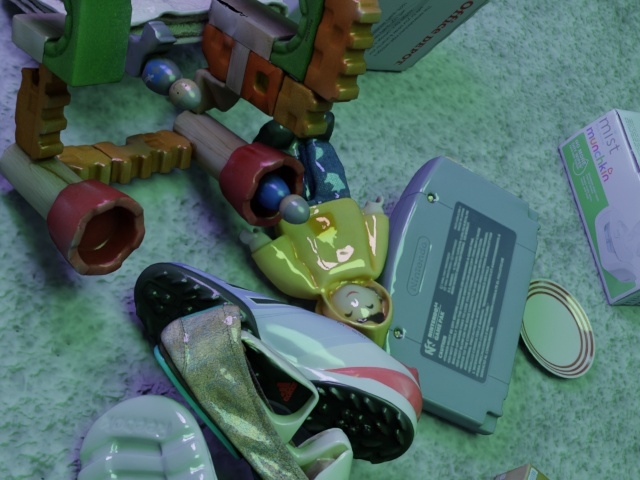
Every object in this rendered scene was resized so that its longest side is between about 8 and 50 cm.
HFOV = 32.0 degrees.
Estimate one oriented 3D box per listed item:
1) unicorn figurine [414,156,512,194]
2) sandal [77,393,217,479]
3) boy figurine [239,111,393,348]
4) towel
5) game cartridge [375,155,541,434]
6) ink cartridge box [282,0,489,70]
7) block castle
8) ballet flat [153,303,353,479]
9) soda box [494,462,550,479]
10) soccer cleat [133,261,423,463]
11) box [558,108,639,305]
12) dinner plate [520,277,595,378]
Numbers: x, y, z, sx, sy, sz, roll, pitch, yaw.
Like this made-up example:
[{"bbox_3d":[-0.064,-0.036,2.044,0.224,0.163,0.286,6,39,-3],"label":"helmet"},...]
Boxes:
[{"bbox_3d":[0.206,-0.050,1.459,0.162,0.060,0.111,52,51,-5],"label":"unicorn figurine"},{"bbox_3d":[-0.119,0.337,0.962,0.102,0.169,0.416,55,26,-61],"label":"sandal"},{"bbox_3d":[0.000,0.000,1.247,0.177,0.092,0.285,-8,66,-21],"label":"boy figurine"},{"bbox_3d":[-0.194,-0.273,1.231,0.282,0.049,0.187,-19,44,-43],"label":"towel"},{"bbox_3d":[0.155,0.059,1.327,0.198,0.062,0.297,25,66,-19],"label":"game cartridge"},{"bbox_3d":[0.048,-0.310,1.392,0.273,0.197,0.114,-3,68,-38],"label":"ink cartridge box"},{"bbox_3d":[-0.108,-0.203,1.033,0.303,0.453,0.213,-17,42,-43],"label":"block castle"},{"bbox_3d":[-0.033,0.193,1.058,0.106,0.107,0.316,-33,109,-3],"label":"ballet flat"},{"bbox_3d":[0.210,0.342,1.241,0.058,0.061,0.181,41,48,-12],"label":"soda box"},{"bbox_3d":[-0.040,0.108,1.138,0.318,0.108,0.116,29,31,-2],"label":"soccer cleat"},{"bbox_3d":[0.503,-0.044,1.636,0.231,0.127,0.262,2,65,-36],"label":"box"},{"bbox_3d":[0.307,0.117,1.472,0.141,0.017,0.141,18,56,-30],"label":"dinner plate"}]
